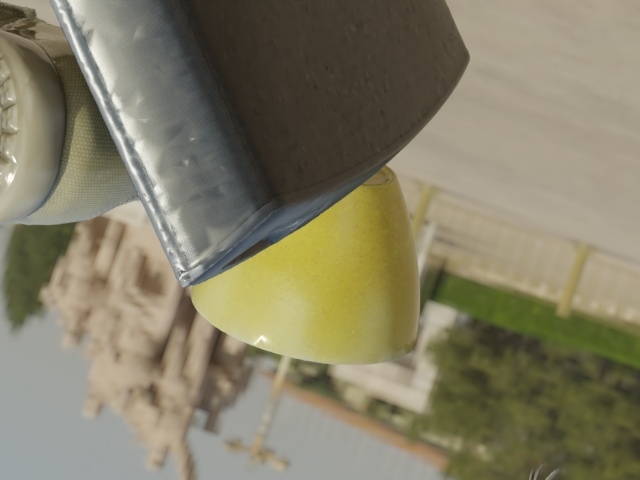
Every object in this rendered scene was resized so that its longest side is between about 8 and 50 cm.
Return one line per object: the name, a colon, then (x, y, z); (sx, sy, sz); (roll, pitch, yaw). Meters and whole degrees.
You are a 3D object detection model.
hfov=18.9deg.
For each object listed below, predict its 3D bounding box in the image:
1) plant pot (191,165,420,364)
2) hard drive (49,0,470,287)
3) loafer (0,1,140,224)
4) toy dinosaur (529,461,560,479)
plant pot: (0.000, 0.000, 1.103); (0.134, 0.095, 0.134); (11, -161, -4)
hard drive: (-0.016, -0.097, 0.782); (0.054, 0.172, 0.255); (-19, -170, 27)
loafer: (-0.140, -0.051, 0.828); (0.092, 0.102, 0.268); (10, -171, -29)
toy dinosaur: (0.101, 0.142, 0.815); (0.047, 0.090, 0.082); (26, 141, -8)
